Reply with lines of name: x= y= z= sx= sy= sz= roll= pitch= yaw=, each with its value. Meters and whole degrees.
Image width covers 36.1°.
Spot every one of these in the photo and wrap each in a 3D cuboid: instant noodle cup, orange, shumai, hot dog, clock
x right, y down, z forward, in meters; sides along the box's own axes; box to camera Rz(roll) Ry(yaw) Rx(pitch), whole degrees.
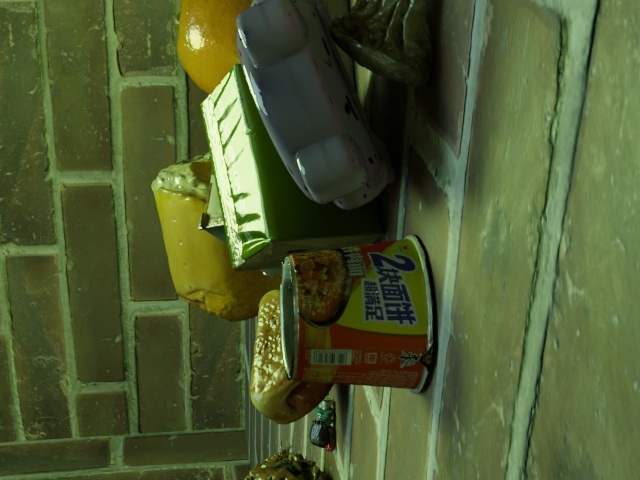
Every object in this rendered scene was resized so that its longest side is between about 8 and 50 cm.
instant noodle cup: x=0.039 y=0.098 z=1.274 sx=0.213 sy=0.174 sz=0.213 roll=179 pitch=90 yaw=-81
orange: x=-0.155 y=-0.435 z=2.039 sx=0.312 sy=0.312 sz=0.312 roll=178 pitch=90 yaw=-81
shumai: x=0.088 y=-0.257 z=1.159 sx=0.145 sy=0.145 sz=0.116 roll=-108 pitch=40 yaw=-61
hot dog: x=-0.039 y=0.215 z=1.866 sx=0.150 sy=0.153 sz=0.257 roll=54 pitch=-147 yaw=-49
clock: x=-0.007 y=-0.179 z=1.252 sx=0.322 sy=0.113 sz=0.296 roll=-55 pitch=-58 yaw=-80

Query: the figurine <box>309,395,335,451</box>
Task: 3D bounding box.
figurine: x=0.009 y=0.367 z=1.970 sx=0.060 sy=0.047 sz=0.106 roll=11 pitch=100 yaw=38

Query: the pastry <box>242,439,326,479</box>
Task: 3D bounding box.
pastry: x=-0.055 y=0.562 z=2.043 sx=0.275 sy=0.192 sz=0.275 roll=-17 pitch=-90 yaw=-78

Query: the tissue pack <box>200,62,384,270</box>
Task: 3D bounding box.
tissue pack: x=-0.047 y=-0.109 z=1.487 sx=0.167 sy=0.200 sz=0.275 roll=-33 pitch=66 yaw=54

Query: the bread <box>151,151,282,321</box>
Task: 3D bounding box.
bread: x=-0.180 y=-0.012 z=2.331 sx=0.250 sy=0.361 sz=0.394 roll=13 pitch=118 yaw=49

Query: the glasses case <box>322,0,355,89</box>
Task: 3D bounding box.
glasses case: x=0.009 y=-0.283 z=1.704 sx=0.144 sy=0.076 sz=0.336 roll=119 pitch=148 yaw=-74

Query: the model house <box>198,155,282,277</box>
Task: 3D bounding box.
model house: x=-0.107 y=-0.088 z=2.056 sx=0.326 sy=0.169 sz=0.244 roll=40 pitch=-134 yaw=-56
